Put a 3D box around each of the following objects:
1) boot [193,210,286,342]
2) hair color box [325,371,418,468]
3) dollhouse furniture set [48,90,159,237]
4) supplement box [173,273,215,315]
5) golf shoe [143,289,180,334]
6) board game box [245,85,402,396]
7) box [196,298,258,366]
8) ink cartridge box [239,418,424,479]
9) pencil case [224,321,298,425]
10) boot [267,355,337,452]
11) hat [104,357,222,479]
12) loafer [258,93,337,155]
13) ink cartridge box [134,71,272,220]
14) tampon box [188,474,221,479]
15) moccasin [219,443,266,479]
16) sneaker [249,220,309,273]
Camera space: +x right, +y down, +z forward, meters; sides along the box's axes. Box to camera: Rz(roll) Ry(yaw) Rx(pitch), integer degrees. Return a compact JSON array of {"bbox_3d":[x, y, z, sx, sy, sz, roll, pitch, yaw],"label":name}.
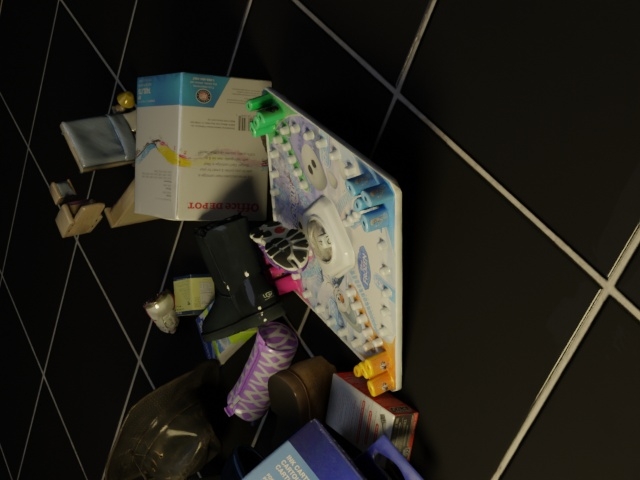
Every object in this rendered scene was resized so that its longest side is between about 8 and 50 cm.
[{"bbox_3d":[-0.174,0.068,1.759,0.246,0.094,0.207,-25,88,53],"label":"boot"},{"bbox_3d":[0.080,0.285,1.541,0.167,0.053,0.093,28,114,53],"label":"hair color box"},{"bbox_3d":[-0.464,-0.205,2.105,0.198,0.286,0.303,-43,68,46],"label":"dollhouse furniture set"},{"bbox_3d":[-0.266,0.116,2.028,0.083,0.056,0.083,-13,80,55],"label":"supplement box"},{"bbox_3d":[-0.333,0.158,2.080,0.086,0.067,0.186,55,171,7],"label":"golf shoe"},{"bbox_3d":[0.000,0.000,1.535,0.390,0.050,0.390,42,145,46],"label":"board game box"},{"bbox_3d":[-0.195,0.175,1.939,0.178,0.042,0.109,-45,56,45],"label":"box"},{"bbox_3d":[-0.022,0.459,1.431,0.270,0.395,0.151,48,172,18],"label":"ink cartridge box"},{"bbox_3d":[-0.112,0.246,1.785,0.086,0.088,0.206,52,130,38],"label":"pencil case"},{"bbox_3d":[-0.017,0.331,1.655,0.112,0.115,0.305,30,134,36],"label":"boot"},{"bbox_3d":[-0.273,0.398,1.886,0.134,0.331,0.331,41,126,21],"label":"hat"},{"bbox_3d":[-0.022,-0.156,1.635,0.269,0.092,0.102,55,151,31],"label":"loafer"},{"bbox_3d":[-0.229,-0.176,1.847,0.197,0.198,0.270,9,97,54],"label":"ink cartridge box"},{"bbox_3d":[-0.197,0.556,1.882,0.161,0.120,0.101,57,133,38],"label":"tampon box"},{"bbox_3d":[-0.059,0.458,1.587,0.342,0.137,0.117,26,115,36],"label":"moccasin"},{"bbox_3d":[-0.055,0.019,1.551,0.071,0.068,0.170,63,170,-25],"label":"sneaker"}]
